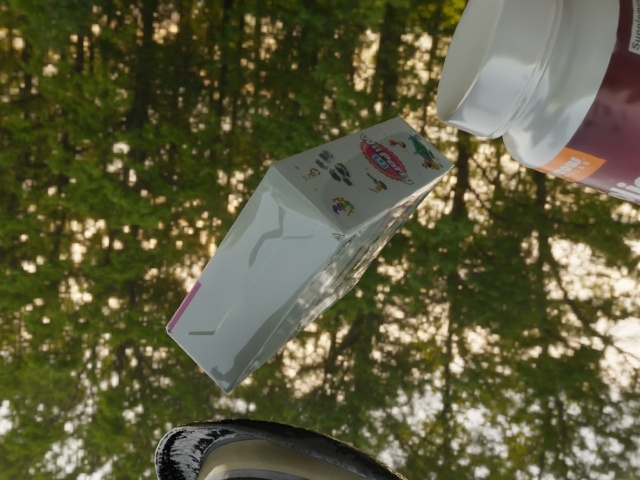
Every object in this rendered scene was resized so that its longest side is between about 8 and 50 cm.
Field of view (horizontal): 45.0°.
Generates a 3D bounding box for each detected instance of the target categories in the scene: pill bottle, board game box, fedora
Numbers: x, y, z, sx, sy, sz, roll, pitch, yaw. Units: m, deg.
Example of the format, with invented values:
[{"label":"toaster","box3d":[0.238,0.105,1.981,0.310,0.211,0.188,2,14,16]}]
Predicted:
[{"label":"pill bottle","box3d":[0.350,-0.164,0.888,0.392,0.224,0.224,17,-165,-7]},{"label":"board game box","box3d":[0.000,0.000,0.826,0.097,0.224,0.303,43,-150,10]},{"label":"fedora","box3d":[-0.032,0.295,0.645,0.334,0.334,0.152,12,-133,18]}]
